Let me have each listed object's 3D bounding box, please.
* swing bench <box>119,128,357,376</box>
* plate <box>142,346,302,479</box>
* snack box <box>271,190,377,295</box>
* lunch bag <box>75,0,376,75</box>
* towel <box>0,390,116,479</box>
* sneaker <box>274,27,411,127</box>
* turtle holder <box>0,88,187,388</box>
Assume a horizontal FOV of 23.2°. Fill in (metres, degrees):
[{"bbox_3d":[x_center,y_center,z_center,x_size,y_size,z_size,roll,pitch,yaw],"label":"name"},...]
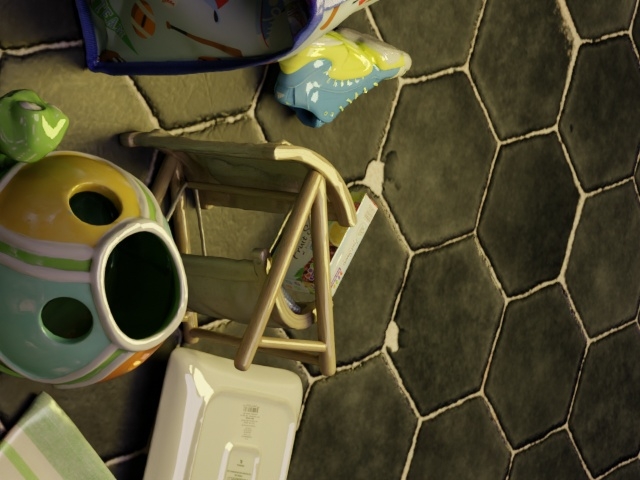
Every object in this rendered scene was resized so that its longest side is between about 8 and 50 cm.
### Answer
[{"bbox_3d":[-0.106,0.009,1.795,0.165,0.253,0.254,9,90,-48],"label":"swing bench"},{"bbox_3d":[-0.116,0.288,1.958,0.277,0.045,0.278,19,80,-54],"label":"plate"},{"bbox_3d":[0.000,0.000,2.021,0.037,0.100,0.141,47,62,-41],"label":"snack box"},{"bbox_3d":[-0.045,-0.327,1.711,0.328,0.385,0.239,-34,120,-38],"label":"lunch bag"},{"bbox_3d":[-0.342,0.371,1.755,0.325,0.038,0.248,-53,130,-28],"label":"towel"},{"bbox_3d":[0.018,-0.211,2.037,0.240,0.091,0.126,3,112,-48],"label":"sneaker"},{"bbox_3d":[-0.260,0.001,1.644,0.243,0.227,0.320,-5,100,-46],"label":"turtle holder"}]
